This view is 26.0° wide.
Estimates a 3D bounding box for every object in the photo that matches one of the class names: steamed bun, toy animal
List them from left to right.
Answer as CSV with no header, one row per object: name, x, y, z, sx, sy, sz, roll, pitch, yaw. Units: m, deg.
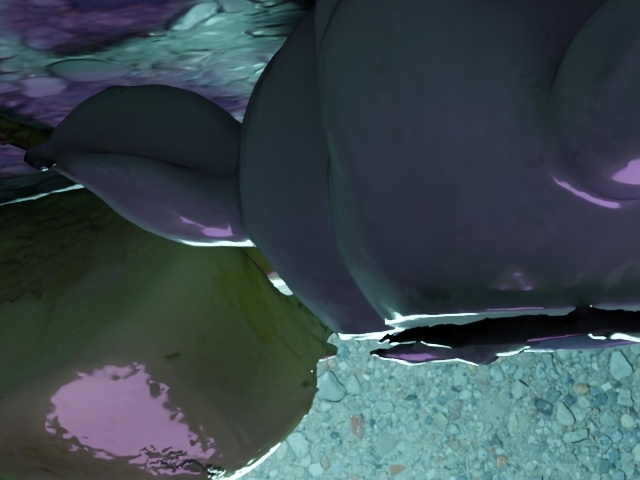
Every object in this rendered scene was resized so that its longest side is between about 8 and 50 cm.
steamed bun,-0.143,0.089,0.904,0.273,0.166,0.232,-8,133,26
toy animal,0.033,-0.030,0.521,0.208,0.154,0.325,7,170,-42

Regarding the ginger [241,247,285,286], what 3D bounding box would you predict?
ginger,-0.001,-0.003,1.030,0.299,0.065,0.118,-12,-152,1

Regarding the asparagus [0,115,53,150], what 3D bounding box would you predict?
asparagus,-0.148,-0.051,0.691,0.018,0.015,0.127,-11,173,9

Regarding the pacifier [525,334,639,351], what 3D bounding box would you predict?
pacifier,0.178,0.037,0.687,0.238,0.225,0.287,-14,-171,28
